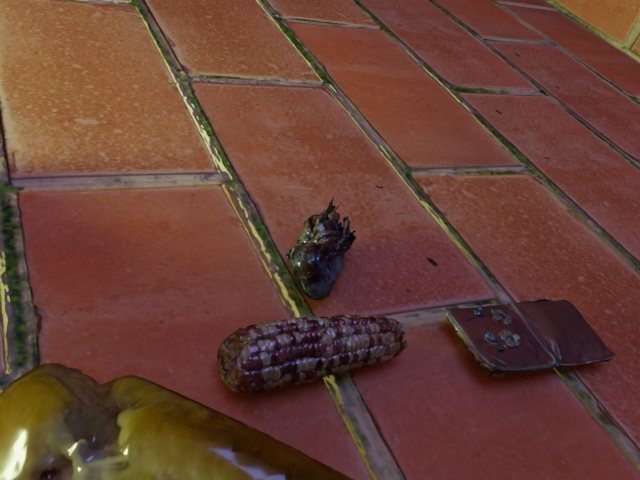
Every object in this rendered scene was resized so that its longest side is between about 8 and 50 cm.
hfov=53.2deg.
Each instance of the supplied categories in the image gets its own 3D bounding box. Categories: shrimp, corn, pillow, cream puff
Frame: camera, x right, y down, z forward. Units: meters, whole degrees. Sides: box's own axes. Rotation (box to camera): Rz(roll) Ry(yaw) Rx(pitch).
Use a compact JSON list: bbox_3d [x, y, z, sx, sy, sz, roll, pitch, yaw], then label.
[{"bbox_3d":[0.000,0.000,0.898,0.090,0.079,0.233,-15,30,18],"label":"shrimp"},{"bbox_3d":[-0.002,0.127,0.741,0.237,0.079,0.079,-1,41,-29],"label":"corn"},{"bbox_3d":[0.287,0.130,0.880,0.232,0.043,0.126,-2,41,-26],"label":"pillow"},{"bbox_3d":[-0.074,0.232,0.396,0.343,0.327,0.231,33,73,-18],"label":"cream puff"}]
